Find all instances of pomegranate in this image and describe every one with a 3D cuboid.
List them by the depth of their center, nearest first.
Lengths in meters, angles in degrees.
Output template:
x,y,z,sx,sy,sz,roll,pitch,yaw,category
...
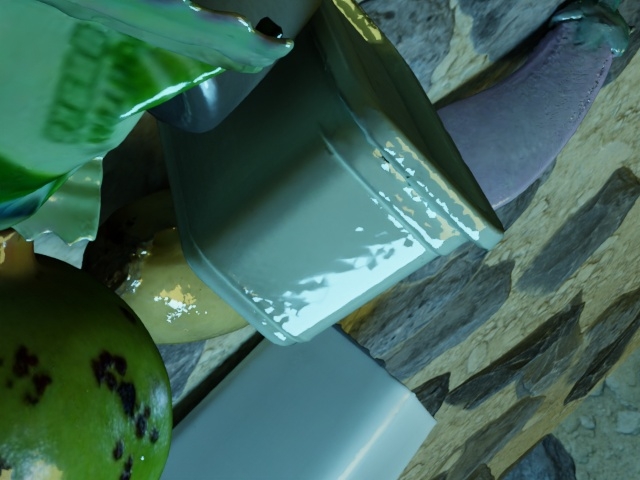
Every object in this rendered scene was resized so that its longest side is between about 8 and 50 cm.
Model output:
x,y,z,sx,sy,sz,roll,pitch,yaw,category
-0.232,0.097,1.073,0.291,0.291,0.323,2,124,-59,pomegranate

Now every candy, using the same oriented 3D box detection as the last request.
x,y,z,sx,sy,sz,roll,pitch,yaw,category
-0.185,-0.089,0.752,0.263,0.172,0.398,4,174,-20,candy

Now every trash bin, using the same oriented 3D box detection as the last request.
x,y,z,sx,sy,sz,roll,pitch,yaw,category
-0.062,0.265,1.681,0.367,0.256,0.296,-49,155,-5,trash bin

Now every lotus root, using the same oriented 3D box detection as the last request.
x,y,z,sx,sy,sz,roll,pitch,yaw,category
-0.105,0.020,1.284,0.303,0.146,0.131,-25,126,-67,lotus root

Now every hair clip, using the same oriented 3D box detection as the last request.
x,y,z,sx,sy,sz,roll,pitch,yaw,category
0.204,-0.132,1.605,0.359,0.095,0.110,-43,127,-22,hair clip

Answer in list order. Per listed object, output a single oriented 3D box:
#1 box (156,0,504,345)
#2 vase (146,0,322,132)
x,y,z,sx,sy,sz,roll,pitch,yaw,category
-0.014,-0.070,1.130,0.182,0.312,0.175,-38,122,13,box
-0.025,-0.236,1.021,0.321,0.173,0.173,-44,157,-17,vase
